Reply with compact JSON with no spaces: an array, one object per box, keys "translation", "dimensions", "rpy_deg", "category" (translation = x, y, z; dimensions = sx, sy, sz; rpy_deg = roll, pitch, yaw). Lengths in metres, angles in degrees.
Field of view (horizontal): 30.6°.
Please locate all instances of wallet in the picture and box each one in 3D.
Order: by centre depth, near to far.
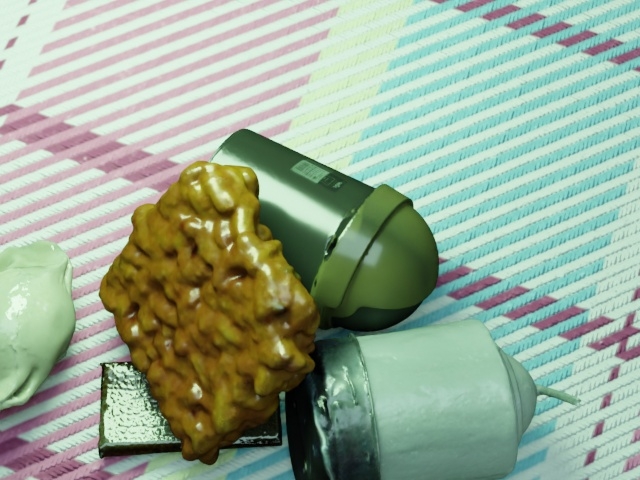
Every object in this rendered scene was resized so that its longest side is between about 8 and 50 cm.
[{"translation":[-0.176,0.221,1.578],"dimensions":[0.243,0.039,0.133],"rpy_deg":[-4,65,-3],"category":"wallet"}]

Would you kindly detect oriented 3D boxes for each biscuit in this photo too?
[{"translation":[-0.139,0.085,1.469],"dimensions":[0.110,0.318,0.312],"rpy_deg":[-4,56,-50],"category":"biscuit"}]

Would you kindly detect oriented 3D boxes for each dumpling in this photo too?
[{"translation":[-0.426,0.116,1.559],"dimensions":[0.193,0.147,0.258],"rpy_deg":[-5,60,24],"category":"dumpling"}]

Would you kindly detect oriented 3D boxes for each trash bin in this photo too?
[{"translation":[0.000,0.000,1.576],"dimensions":[0.333,0.214,0.214],"rpy_deg":[26,71,13],"category":"trash bin"}]

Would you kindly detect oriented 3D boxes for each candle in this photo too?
[{"translation":[0.132,0.216,1.500],"dimensions":[0.342,0.221,0.221],"rpy_deg":[-7,70,-9],"category":"candle"}]
